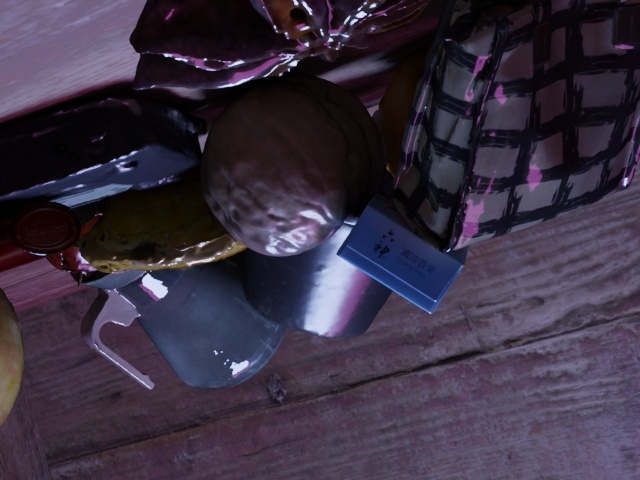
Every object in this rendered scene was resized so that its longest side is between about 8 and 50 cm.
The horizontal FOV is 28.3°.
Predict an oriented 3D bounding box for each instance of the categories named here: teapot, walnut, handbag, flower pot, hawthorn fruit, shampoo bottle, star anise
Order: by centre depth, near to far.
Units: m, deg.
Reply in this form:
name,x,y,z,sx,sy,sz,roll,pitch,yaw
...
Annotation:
name,x,y,z,sx,sy,sz,roll,pitch,yaw
star anise,-0.017,-0.208,1.024,0.332,0.117,0.332,-26,176,-2
handbag,0.263,-0.173,1.524,0.325,0.162,0.327,-18,139,-30
shampoo bottle,-0.413,0.013,1.583,0.260,0.064,0.102,-17,178,43
walnut,-0.043,-0.102,1.672,0.248,0.248,0.248,-17,177,-1
hawthorn fruit,-0.375,-0.013,1.973,0.148,0.172,0.148,6,167,1
flower pot,0.000,0.000,2.031,0.379,0.251,0.379,17,-161,-6
teapot,-0.250,0.098,2.149,0.253,0.344,0.300,7,-119,50

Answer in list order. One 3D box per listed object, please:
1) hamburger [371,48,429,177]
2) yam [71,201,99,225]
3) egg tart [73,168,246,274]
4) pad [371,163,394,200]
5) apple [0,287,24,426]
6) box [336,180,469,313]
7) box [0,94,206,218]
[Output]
name,x,y,z,sx,sy,sz,roll,pitch,yaw
hamburger,0.194,-0.159,1.815,0.237,0.276,0.276,-8,-178,32
yam,-0.446,-0.036,1.887,0.259,0.093,0.093,-18,177,30
egg tart,-0.213,-0.038,1.817,0.295,0.116,0.295,-9,-164,3
pad,0.147,-0.160,2.149,0.235,0.158,0.003,-27,149,28
apple,-0.657,0.182,1.952,0.391,0.391,0.346,-17,155,1
box,0.116,0.004,1.670,0.083,0.142,0.232,-58,177,12
box,-0.334,-0.087,1.602,0.359,0.091,0.350,-16,177,8
